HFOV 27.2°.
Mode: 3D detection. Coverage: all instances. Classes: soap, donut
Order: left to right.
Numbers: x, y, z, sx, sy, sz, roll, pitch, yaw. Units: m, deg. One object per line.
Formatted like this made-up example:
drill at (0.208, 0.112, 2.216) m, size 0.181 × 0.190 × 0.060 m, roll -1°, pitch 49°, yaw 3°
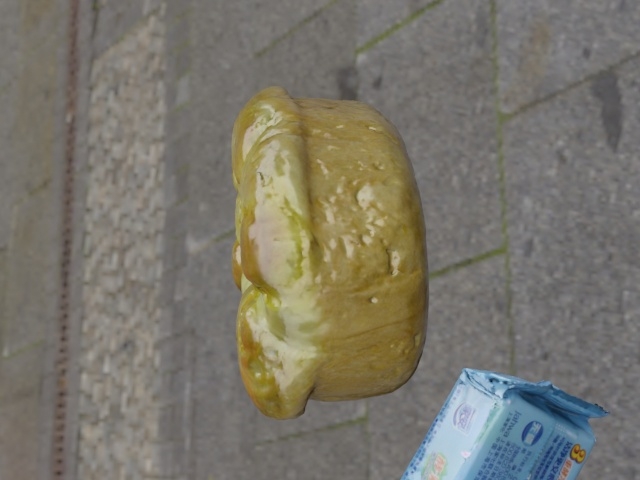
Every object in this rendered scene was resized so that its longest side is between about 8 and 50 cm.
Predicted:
donut at (0.000, 0.000, 0.950) m, size 0.261 × 0.128 × 0.208 m, roll -103°, pitch 12°, yaw -61°
soap at (0.149, 0.260, 1.280) m, size 0.293 × 0.156 × 0.077 m, roll -61°, pitch 33°, yaw -1°
